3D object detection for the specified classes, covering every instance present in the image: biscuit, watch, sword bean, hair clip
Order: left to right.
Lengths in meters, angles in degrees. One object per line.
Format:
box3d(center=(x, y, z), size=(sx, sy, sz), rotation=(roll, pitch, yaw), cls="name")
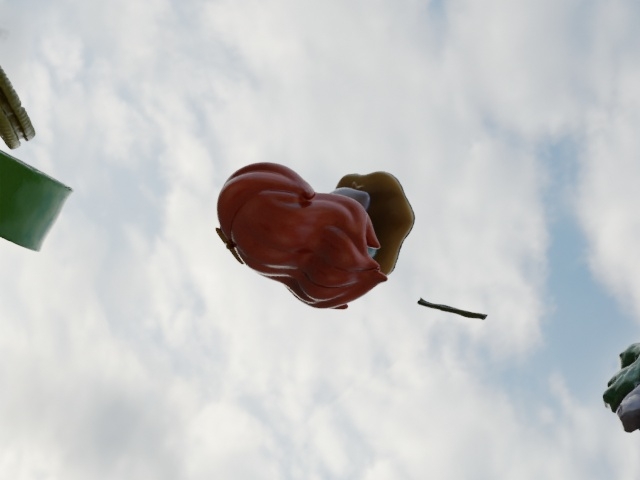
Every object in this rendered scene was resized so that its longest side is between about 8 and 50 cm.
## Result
box3d(center=(-0.308, -0.048, 0.941), size=(0.152, 0.131, 0.165), rotation=(30, -5, 3), cls="watch")
box3d(center=(-0.219, -0.101, 0.712), size=(0.084, 0.023, 0.084), rotation=(53, -15, 20), cls="biscuit")
box3d(center=(0.148, 0.078, 1.196), size=(0.083, 0.012, 0.012), rotation=(12, -61, 24), cls="sword bean")
box3d(center=(0.277, 0.107, 0.781), size=(0.052, 0.124, 0.195), rotation=(53, -1, -14), cls="hair clip")

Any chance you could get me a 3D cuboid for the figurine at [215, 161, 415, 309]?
box3d(center=(0.002, -0.009, 1.391), size=(0.181, 0.257, 0.208), rotation=(-21, -98, 36), cls="figurine")
